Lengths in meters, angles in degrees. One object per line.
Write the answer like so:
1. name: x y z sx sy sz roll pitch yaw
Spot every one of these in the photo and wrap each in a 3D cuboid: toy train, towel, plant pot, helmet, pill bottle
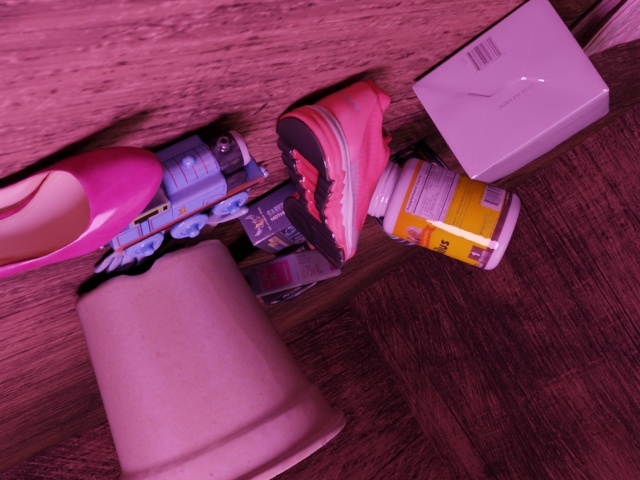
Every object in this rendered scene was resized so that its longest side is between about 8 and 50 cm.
1. toy train: -0.142 -0.050 0.797 0.184 0.080 0.105 -27 165 -18
2. towel: 0.552 -0.396 1.200 0.331 0.053 0.317 -24 170 -31
3. plant pot: -0.178 0.178 1.121 0.333 0.306 0.334 -25 178 -1
4. helmet: 0.163 -0.070 1.391 0.169 0.162 0.169 -29 171 -5
5. pill bottle: 0.169 -0.045 1.171 0.117 0.214 0.117 21 90 -83

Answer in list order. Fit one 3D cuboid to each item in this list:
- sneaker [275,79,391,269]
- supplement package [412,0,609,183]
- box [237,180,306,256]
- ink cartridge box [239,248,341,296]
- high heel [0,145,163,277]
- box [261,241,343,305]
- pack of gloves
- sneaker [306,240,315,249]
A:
1. sneaker: 0.037 -0.073 0.993 0.136 0.116 0.314 -38 158 -17
2. supplement package: 0.259 -0.189 1.074 0.194 0.149 0.203 -33 171 18
3. box: -0.019 -0.050 1.251 0.183 0.059 0.232 -31 172 3
4. ink cartridge box: -0.140 0.081 1.427 0.311 0.065 0.185 -19 176 22
5. high heel: -0.246 -0.014 0.644 0.244 0.082 0.117 -18 -178 6
6. box: -0.049 0.068 1.757 0.147 0.078 0.180 -32 171 13
7. pack of gloves: -0.169 -0.011 1.024 0.195 0.046 0.232 -24 169 -41
8. sneaker: 0.000 0.000 1.597 0.075 0.057 0.161 -41 170 25
